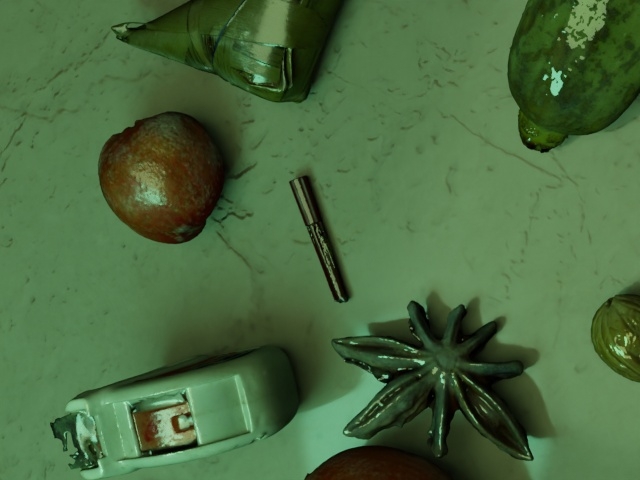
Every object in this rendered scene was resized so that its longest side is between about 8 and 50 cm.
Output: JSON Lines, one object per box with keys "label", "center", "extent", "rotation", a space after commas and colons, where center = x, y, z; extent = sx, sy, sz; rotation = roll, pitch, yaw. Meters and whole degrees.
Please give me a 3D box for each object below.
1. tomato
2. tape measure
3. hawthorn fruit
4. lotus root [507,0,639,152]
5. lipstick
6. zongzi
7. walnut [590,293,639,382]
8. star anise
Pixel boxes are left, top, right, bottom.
{"label": "tomato", "center": [0.081, 0.388, 1.843], "extent": [0.265, 0.265, 0.264], "rotation": [3, 97, 22]}
{"label": "tape measure", "center": [-0.169, 0.223, 1.925], "extent": [0.265, 0.258, 0.130], "rotation": [-12, 89, 23]}
{"label": "hawthorn fruit", "center": [-0.207, -0.080, 1.960], "extent": [0.173, 0.173, 0.172], "rotation": [3, 97, 22]}
{"label": "lotus root", "center": [0.319, -0.235, 1.739], "extent": [0.173, 0.173, 0.309], "rotation": [31, 114, 17]}
{"label": "lipstick", "center": [0.000, 0.000, 1.959], "extent": [0.027, 0.027, 0.176], "rotation": [-20, 90, 23]}
{"label": "zongzi", "center": [-0.108, -0.333, 1.918], "extent": [0.289, 0.123, 0.260], "rotation": [26, 100, 22]}
{"label": "walnut", "center": [0.383, 0.119, 1.776], "extent": [0.124, 0.105, 0.105], "rotation": [45, 111, -4]}
{"label": "star anise", "center": [0.139, 0.178, 1.875], "extent": [0.258, 0.110, 0.198], "rotation": [0, 71, 7]}
